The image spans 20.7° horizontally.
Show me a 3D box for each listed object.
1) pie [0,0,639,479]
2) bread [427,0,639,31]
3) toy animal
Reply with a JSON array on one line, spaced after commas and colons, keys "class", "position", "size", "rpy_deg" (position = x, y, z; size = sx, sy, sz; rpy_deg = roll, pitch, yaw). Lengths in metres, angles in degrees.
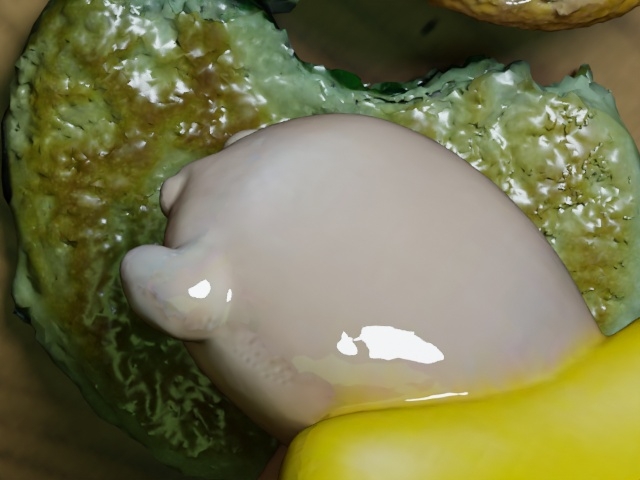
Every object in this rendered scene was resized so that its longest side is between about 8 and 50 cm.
[{"class": "pie", "position": [0.000, 0.000, 0.962], "size": [0.371, 0.078, 0.296], "rpy_deg": [18, 100, -7]}, {"class": "bread", "position": [0.102, -0.239, 0.870], "size": [0.274, 0.149, 0.274], "rpy_deg": [-3, 102, -17]}, {"class": "toy animal", "position": [0.037, 0.124, 0.828], "size": [0.345, 0.277, 0.246], "rpy_deg": [32, 136, 8]}]
